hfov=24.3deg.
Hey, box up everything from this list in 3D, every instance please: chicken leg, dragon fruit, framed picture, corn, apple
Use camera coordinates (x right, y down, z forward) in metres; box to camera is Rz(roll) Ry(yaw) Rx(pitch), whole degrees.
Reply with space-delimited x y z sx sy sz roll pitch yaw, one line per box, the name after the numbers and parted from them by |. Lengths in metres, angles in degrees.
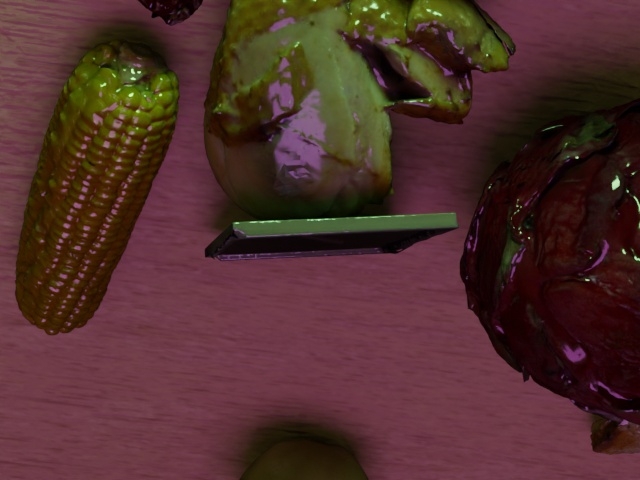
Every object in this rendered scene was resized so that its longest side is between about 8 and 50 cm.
0.023 -0.207 1.331 0.295 0.182 0.409 -4 115 8 | chicken leg
0.295 0.018 1.412 0.329 0.329 0.329 0 129 0 | dragon fruit
0.000 0.000 1.439 0.208 0.019 0.281 -2 175 -11 | framed picture
-0.230 -0.048 1.477 0.120 0.120 0.363 16 127 -12 | corn
-0.022 0.328 1.737 0.200 0.200 0.200 0 129 0 | apple

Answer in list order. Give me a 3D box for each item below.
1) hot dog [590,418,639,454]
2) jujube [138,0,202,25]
0.435 0.192 1.690 0.261 0.093 0.123 -2 140 22 | hot dog
-0.143 -0.274 1.311 0.104 0.104 0.166 -2 138 2 | jujube
